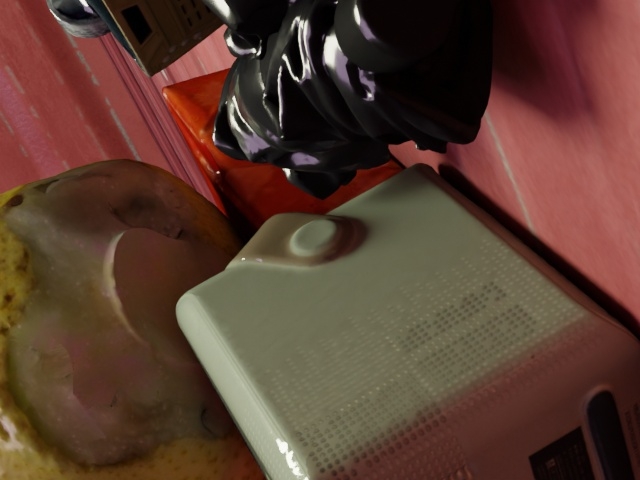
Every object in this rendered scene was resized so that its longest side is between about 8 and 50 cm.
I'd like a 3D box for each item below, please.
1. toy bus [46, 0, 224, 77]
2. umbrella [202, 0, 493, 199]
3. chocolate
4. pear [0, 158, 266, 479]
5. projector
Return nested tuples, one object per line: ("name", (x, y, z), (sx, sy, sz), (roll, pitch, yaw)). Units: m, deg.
("toy bus", (-0.133, -0.244, 0.626), (0.289, 0.157, 0.139), (54, 176, 20))
("umbrella", (0.003, -0.083, 0.533), (0.122, 0.110, 0.272), (61, 173, -4))
("chocolate", (0.000, 0.000, 0.870), (0.235, 0.108, 0.237), (49, 168, 50))
("pear", (-0.147, 0.083, 0.782), (0.271, 0.271, 0.271), (58, 172, 13))
("projector", (0.044, 0.079, 0.625), (0.242, 0.177, 0.163), (46, 162, 55))
